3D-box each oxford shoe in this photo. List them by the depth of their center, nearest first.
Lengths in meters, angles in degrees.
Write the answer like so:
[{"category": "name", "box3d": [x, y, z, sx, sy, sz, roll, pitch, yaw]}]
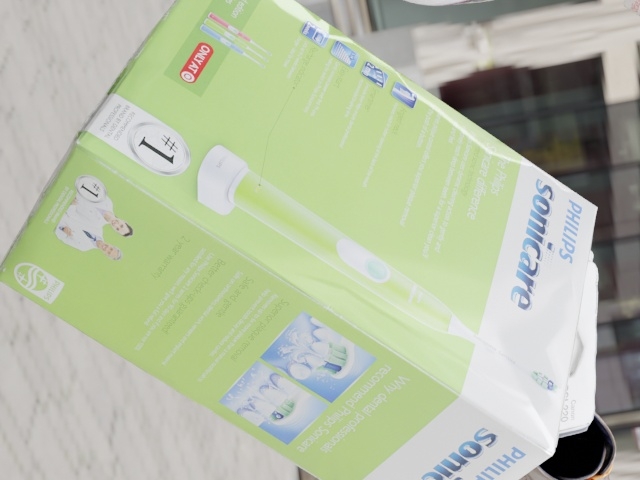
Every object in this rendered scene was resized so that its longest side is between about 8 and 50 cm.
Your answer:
[{"category": "oxford shoe", "box3d": [0.248, 0.231, 1.362, 0.133, 0.130, 0.364, 45, -5, 43]}]

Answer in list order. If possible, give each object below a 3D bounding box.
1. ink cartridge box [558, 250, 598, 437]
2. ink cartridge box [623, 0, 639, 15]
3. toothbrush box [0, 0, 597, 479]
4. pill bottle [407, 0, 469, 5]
[{"category": "ink cartridge box", "box3d": [0.142, 0.046, 1.063, 0.218, 0.092, 0.159, -126, -151, -63]}, {"category": "ink cartridge box", "box3d": [0.349, -0.233, 1.179, 0.143, 0.090, 0.092, 36, 1, 9]}, {"category": "toothbrush box", "box3d": [0.000, 0.000, 0.723, 0.122, 0.283, 0.206, -50, -168, 41]}, {"category": "pill bottle", "box3d": [0.123, -0.281, 1.082, 0.283, 0.160, 0.160, -33, 114, -70]}]
